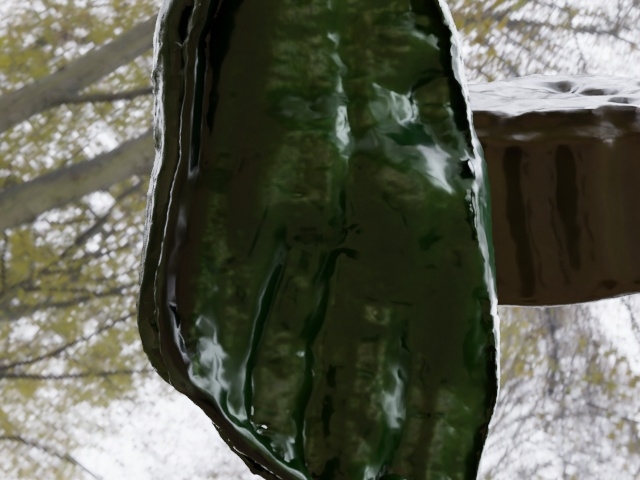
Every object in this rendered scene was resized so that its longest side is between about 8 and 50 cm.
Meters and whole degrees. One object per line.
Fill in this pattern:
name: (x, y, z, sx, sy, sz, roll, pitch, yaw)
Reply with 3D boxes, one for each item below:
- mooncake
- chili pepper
mooncake: (0.198, -0.053, 0.970, 0.290, 0.290, 0.161, 1, -76, 24)
chili pepper: (-0.007, 0.002, 0.691, 0.213, 0.167, 0.385, -5, -97, -9)
